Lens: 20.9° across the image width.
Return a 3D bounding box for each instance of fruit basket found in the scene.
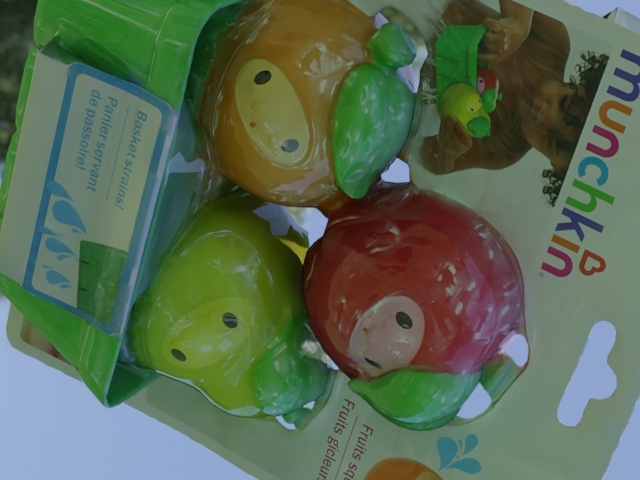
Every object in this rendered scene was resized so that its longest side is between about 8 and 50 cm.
[{"bbox_3d":[0.000,0.000,0.878,0.353,0.165,0.327,31,-60,23],"label":"fruit basket"}]

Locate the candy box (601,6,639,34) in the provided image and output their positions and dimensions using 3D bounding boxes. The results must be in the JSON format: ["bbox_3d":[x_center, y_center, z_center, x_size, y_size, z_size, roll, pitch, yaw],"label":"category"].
[{"bbox_3d":[0.165,-0.033,0.975,0.233,0.159,0.071,-31,-144,67],"label":"candy box"}]
